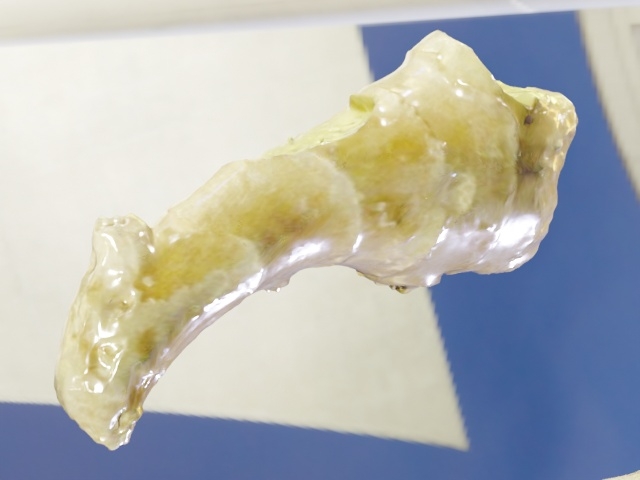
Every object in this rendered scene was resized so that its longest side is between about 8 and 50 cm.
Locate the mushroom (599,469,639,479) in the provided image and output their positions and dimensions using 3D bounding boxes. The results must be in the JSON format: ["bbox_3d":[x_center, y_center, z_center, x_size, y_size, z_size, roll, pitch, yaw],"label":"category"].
[{"bbox_3d":[0.175,0.257,1.241,0.096,0.099,0.278,37,-118,16],"label":"mushroom"}]

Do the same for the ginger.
[{"bbox_3d":[0.000,0.000,0.783,0.294,0.086,0.131,-30,-52,-25],"label":"ginger"}]
